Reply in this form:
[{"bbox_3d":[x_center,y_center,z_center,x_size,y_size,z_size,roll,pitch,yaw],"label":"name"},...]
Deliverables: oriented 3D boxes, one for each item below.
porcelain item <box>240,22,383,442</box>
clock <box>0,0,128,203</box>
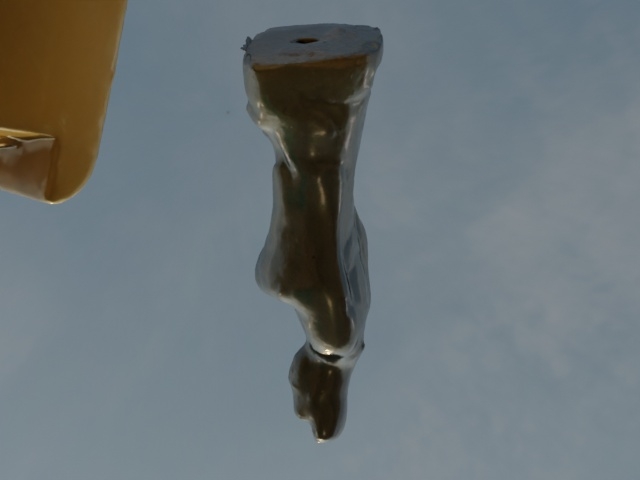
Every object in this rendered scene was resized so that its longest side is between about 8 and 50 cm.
[{"bbox_3d":[0.000,0.000,0.812,0.069,0.081,0.215,-1,-69,3],"label":"porcelain item"},{"bbox_3d":[-0.243,-0.126,0.623,0.244,0.317,0.200,10,-93,-41],"label":"clock"}]
